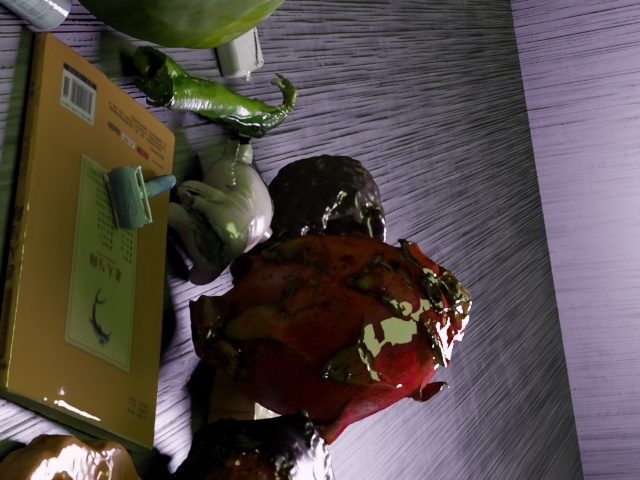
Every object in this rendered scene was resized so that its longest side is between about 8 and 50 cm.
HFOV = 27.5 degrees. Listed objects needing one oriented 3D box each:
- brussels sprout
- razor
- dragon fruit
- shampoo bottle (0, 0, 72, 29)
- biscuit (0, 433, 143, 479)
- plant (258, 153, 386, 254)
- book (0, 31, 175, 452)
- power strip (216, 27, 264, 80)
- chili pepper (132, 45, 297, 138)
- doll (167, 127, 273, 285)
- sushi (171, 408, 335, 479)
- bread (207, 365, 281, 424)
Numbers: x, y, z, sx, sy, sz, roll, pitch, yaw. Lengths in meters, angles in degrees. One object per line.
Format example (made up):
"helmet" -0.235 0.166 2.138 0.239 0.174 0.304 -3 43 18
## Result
"brussels sprout" -0.155 -0.364 1.385 0.289 0.281 0.354 0 56 -37
"razor" -0.190 -0.057 1.444 0.135 0.040 0.068 -38 118 -73
"dragon fruit" 0.010 0.108 1.539 0.315 0.250 0.250 -19 104 -26
"shampoo bottle" -0.313 -0.264 1.248 0.195 0.056 0.056 35 52 -62
"biscuit" -0.237 0.341 1.238 0.351 0.057 0.312 31 55 -66
"plant" 0.000 0.000 1.766 0.234 0.204 0.178 -77 150 -54
"book" -0.238 0.007 1.380 0.269 0.032 0.389 42 45 -56
"power strip" -0.122 -0.311 1.760 0.081 0.035 0.192 -43 123 -64
"chili pepper" -0.127 -0.183 1.654 0.085 0.076 0.359 60 20 13
"doll" -0.118 -0.034 1.605 0.192 0.095 0.149 -57 133 -54
"sushi" -0.070 0.362 1.477 0.182 0.196 0.343 -46 130 -54
"bread" -0.066 0.237 1.675 0.236 0.070 0.236 -7 90 -67
